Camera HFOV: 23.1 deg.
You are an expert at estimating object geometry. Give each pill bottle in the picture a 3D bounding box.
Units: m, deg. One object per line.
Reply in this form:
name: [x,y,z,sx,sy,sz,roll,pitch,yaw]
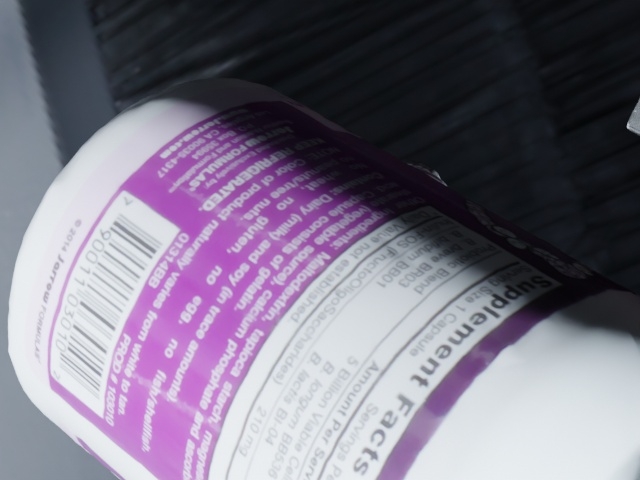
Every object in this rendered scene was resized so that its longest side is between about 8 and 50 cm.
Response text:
pill bottle: [0.035,0.069,0.578,0.301,0.169,0.169,33,21,34]

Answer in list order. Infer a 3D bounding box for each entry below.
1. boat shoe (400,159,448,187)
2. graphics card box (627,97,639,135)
boat shoe: [0.000,0.000,0.844,0.080,0.228,0.076,23,58,-17]
graphics card box: [0.367,-0.089,0.849,0.094,0.233,0.371,16,14,-41]
